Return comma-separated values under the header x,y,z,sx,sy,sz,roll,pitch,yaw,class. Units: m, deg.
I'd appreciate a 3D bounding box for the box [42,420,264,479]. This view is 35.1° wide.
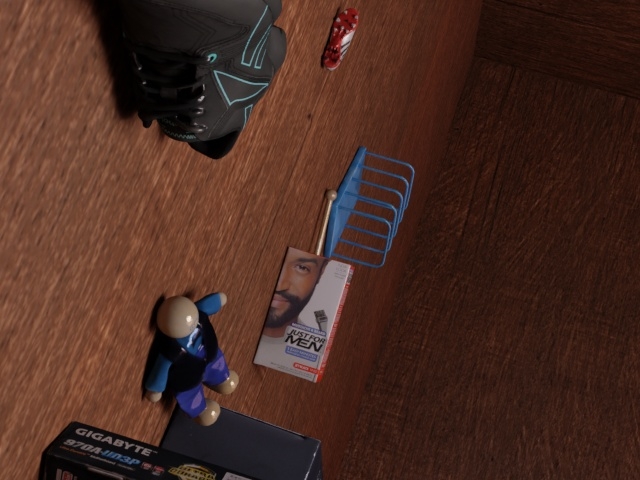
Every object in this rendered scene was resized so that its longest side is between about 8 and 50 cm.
x,y,z,sx,sy,sz,roll,pitch,yaw,class
-0.133,0.266,0.774,0.051,0.175,0.220,-55,159,-69,box

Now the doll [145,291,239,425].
x,y,z,sx,sy,sz,roll,pitch,yaw,class
-0.121,0.104,0.961,0.129,0.046,0.189,-59,159,-24,doll

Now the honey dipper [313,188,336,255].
x,y,z,sx,sy,sz,roll,pitch,yaw,class
0.000,0.000,1.551,0.030,0.030,0.160,21,83,-81,honey dipper

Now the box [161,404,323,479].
x,y,z,sx,sy,sz,roll,pitch,yaw,class
-0.085,0.252,1.095,0.158,0.156,0.093,87,22,-63,box

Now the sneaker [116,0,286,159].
x,y,z,sx,sy,sz,roll,pitch,yaw,class
-0.078,-0.119,0.667,0.267,0.101,0.106,31,78,-80,sneaker

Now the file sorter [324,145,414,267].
x,y,z,sx,sy,sz,roll,pitch,yaw,class
0.084,-0.054,1.714,0.170,0.104,0.118,-63,166,-46,file sorter

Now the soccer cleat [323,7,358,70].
x,y,z,sx,sy,sz,roll,pitch,yaw,class
0.024,-0.251,1.266,0.035,0.029,0.083,103,8,-83,soccer cleat

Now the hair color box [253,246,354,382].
x,y,z,sx,sy,sz,roll,pitch,yaw,class
-0.022,0.102,1.395,0.053,0.093,0.167,39,67,-80,hair color box
